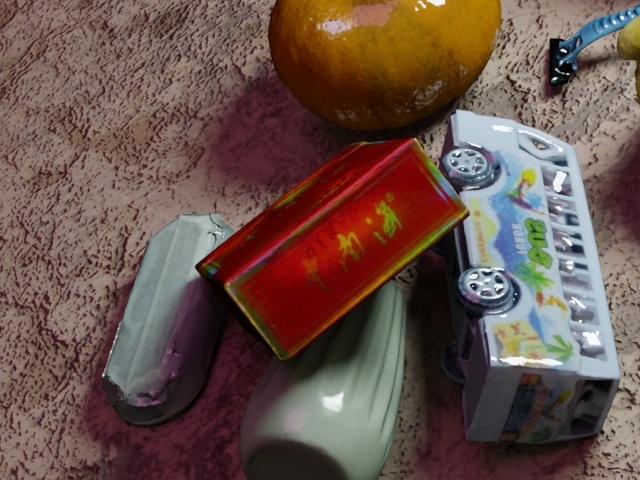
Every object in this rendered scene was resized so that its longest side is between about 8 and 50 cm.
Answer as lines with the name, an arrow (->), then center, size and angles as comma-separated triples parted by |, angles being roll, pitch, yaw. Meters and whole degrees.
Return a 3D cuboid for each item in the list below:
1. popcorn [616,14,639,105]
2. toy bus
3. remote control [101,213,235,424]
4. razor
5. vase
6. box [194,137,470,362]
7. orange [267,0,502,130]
popcorn -> 0.350, -0.137, 1.627 | 0.140, 0.163, 0.194 | -17, 41, 11
toy bus -> 0.171, 0.025, 1.584 | 0.136, 0.109, 0.330 | 4, 43, -6
remote control -> -0.144, 0.070, 1.765 | 0.104, 0.052, 0.247 | -10, 44, 25
razor -> 0.340, -0.220, 1.791 | 0.253, 0.042, 0.082 | -16, 35, 21
vase -> 0.015, 0.123, 1.573 | 0.128, 0.128, 0.248 | -5, 35, 24
box -> -0.001, 0.001, 1.600 | 0.197, 0.089, 0.313 | -39, 6, -5
orange -> 0.067, -0.214, 1.854 | 0.240, 0.171, 0.240 | -12, 41, 11
